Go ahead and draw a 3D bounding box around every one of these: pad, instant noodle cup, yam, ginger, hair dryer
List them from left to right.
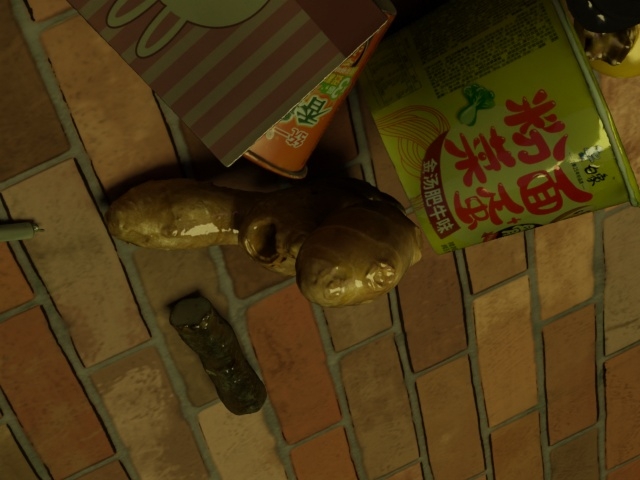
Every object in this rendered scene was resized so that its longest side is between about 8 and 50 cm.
[{"bbox_3d":[-0.343,-0.004,2.003,0.124,0.038,0.063,-8,144,-42],"label":"hair dryer"},{"bbox_3d":[-0.110,-0.234,1.675,0.202,0.005,0.300,-42,106,2],"label":"pad"},{"bbox_3d":[-0.123,0.141,2.351,0.061,0.061,0.253,-29,147,-2],"label":"yam"},{"bbox_3d":[-0.049,-0.197,1.800,0.182,0.230,0.230,-49,144,15],"label":"instant noodle cup"},{"bbox_3d":[0.010,-0.014,2.052,0.348,0.363,0.122,-10,100,-46],"label":"ginger"},{"bbox_3d":[0.181,-0.129,2.020,0.222,0.311,0.311,-23,149,7],"label":"instant noodle cup"}]

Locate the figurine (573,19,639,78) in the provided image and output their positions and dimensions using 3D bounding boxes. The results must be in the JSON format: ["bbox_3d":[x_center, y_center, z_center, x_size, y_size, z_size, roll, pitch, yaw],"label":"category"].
[{"bbox_3d":[0.357,-0.261,2.064,0.185,0.127,0.234,-49,159,18],"label":"figurine"}]

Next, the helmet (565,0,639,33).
[{"bbox_3d":[0.329,-0.353,1.919,0.279,0.160,0.230,-36,147,6],"label":"helmet"}]
